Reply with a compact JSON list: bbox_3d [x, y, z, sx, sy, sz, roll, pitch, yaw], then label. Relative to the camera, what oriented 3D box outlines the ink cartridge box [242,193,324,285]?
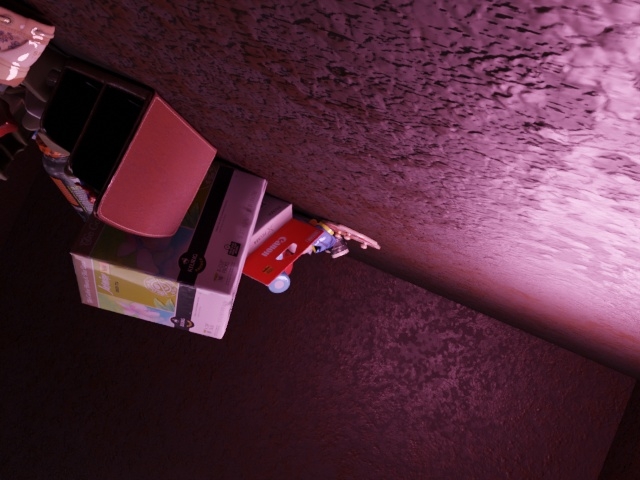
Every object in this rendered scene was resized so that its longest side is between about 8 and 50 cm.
[{"bbox_3d":[-0.160,-0.016,1.361,0.239,0.275,0.060,21,134,26],"label":"ink cartridge box"}]

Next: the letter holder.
[{"bbox_3d":[-0.333,-0.133,0.861,0.152,0.214,0.302,23,177,7],"label":"letter holder"}]

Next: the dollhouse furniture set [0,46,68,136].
[{"bbox_3d":[-0.592,-0.264,0.691,0.374,0.201,0.152,24,177,8],"label":"dollhouse furniture set"}]

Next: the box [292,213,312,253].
[{"bbox_3d":[-0.104,-0.034,1.818,0.153,0.108,0.207,25,176,-18],"label":"box"}]

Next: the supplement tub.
[{"bbox_3d":[-0.622,-0.180,1.384,0.207,0.207,0.338,22,147,27],"label":"supplement tub"}]

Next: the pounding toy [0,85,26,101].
[{"bbox_3d":[-0.738,-0.357,1.148,0.206,0.094,0.181,-13,179,5],"label":"pounding toy"}]

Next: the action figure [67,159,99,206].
[{"bbox_3d":[-0.393,-0.091,0.832,0.115,0.030,0.038,53,174,23],"label":"action figure"}]

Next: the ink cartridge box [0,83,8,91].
[{"bbox_3d":[-0.769,-0.416,1.015,0.225,0.056,0.181,43,-175,25],"label":"ink cartridge box"}]

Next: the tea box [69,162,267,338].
[{"bbox_3d":[-0.324,-0.003,1.114,0.324,0.328,0.220,15,143,-8],"label":"tea box"}]

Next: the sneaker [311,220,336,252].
[{"bbox_3d":[0.000,0.000,1.521,0.069,0.082,0.209,38,176,9],"label":"sneaker"}]

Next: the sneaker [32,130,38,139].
[{"bbox_3d":[-0.931,-0.393,1.705,0.147,0.129,0.330,26,177,-3],"label":"sneaker"}]

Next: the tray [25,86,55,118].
[{"bbox_3d":[-0.444,-0.246,0.987,0.270,0.030,0.145,27,-144,-50],"label":"tray"}]

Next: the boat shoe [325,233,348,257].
[{"bbox_3d":[0.048,0.002,1.821,0.079,0.084,0.233,63,176,-10],"label":"boat shoe"}]

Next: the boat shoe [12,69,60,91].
[{"bbox_3d":[-0.490,-0.283,0.816,0.207,0.073,0.073,22,176,7],"label":"boat shoe"}]

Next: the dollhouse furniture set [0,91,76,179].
[{"bbox_3d":[-0.603,-0.199,1.089,0.242,0.160,0.212,18,159,2],"label":"dollhouse furniture set"}]

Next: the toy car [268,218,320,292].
[{"bbox_3d":[-0.091,0.016,1.611,0.219,0.238,0.210,-119,14,-55],"label":"toy car"}]

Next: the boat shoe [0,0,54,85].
[{"bbox_3d":[-0.418,-0.273,0.487,0.285,0.089,0.104,32,-163,-53],"label":"boat shoe"}]

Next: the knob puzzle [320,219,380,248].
[{"bbox_3d":[0.080,-0.016,1.490,0.213,0.030,0.213,24,177,1],"label":"knob puzzle"}]
